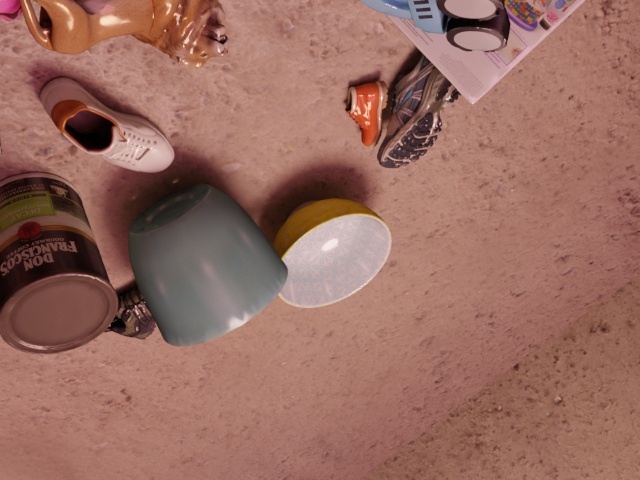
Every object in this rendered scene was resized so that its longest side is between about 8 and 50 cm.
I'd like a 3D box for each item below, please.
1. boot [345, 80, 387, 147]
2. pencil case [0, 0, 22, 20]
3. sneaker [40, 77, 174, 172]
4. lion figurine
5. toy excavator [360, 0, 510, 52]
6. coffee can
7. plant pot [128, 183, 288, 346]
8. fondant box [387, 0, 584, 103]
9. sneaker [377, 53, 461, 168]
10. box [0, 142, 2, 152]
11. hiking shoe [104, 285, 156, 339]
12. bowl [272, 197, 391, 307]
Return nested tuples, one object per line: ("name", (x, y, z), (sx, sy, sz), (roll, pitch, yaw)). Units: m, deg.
("boot", (0.089, -0.263, 1.731), (0.084, 0.059, 0.158), (-10, 132, -15))
("pencil case", (-0.513, -0.399, 1.159), (0.098, 0.095, 0.209), (-14, 158, 39))
("sneaker", (-0.370, -0.173, 1.471), (0.106, 0.123, 0.290), (-45, 141, 14))
("lion figurine", (-0.316, -0.360, 1.265), (0.392, 0.142, 0.240), (-14, 144, -30))
("toy excavator", (0.086, -0.487, 1.308), (0.445, 0.222, 0.433), (8, 173, 16))
("coffee can", (-0.502, 0.039, 1.486), (0.201, 0.275, 0.201), (-18, 139, -16))
("plant pot", (-0.248, 0.030, 1.645), (0.293, 0.293, 0.235), (-29, 113, -3))
("fondant box", (0.324, -0.456, 1.532), (0.330, 0.238, 0.096), (-43, -175, 15))
("sneaker", (0.200, -0.282, 1.725), (0.110, 0.122, 0.283), (11, 119, -50))
("box", (-0.593, -0.225, 1.108), (0.257, 0.322, 0.079), (-9, 138, -25))
("hiking shoe", (-0.400, 0.140, 1.813), (0.114, 0.086, 0.227), (5, 130, -41))
("bowl", (0.000, 0.000, 1.869), (0.289, 0.156, 0.289), (-18, 140, -16))
